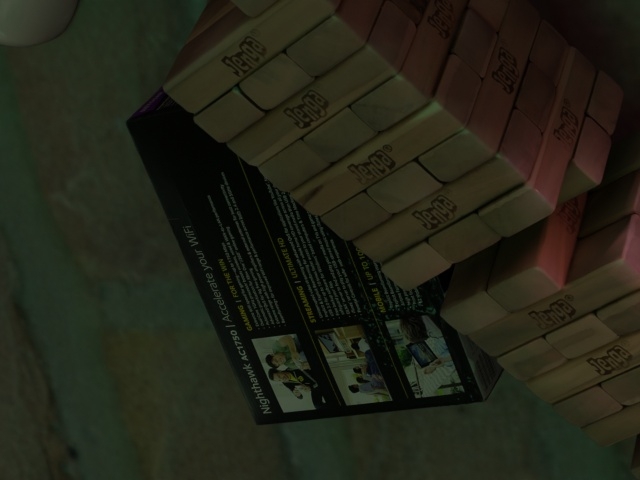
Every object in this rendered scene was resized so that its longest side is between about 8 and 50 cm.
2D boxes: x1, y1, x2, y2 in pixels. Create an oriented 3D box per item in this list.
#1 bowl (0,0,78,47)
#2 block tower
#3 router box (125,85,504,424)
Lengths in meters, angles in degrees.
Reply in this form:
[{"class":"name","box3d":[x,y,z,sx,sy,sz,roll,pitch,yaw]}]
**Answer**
[{"class":"bowl","box3d":[-0.179,-0.165,0.854,0.142,0.053,0.142,27,126,10]},{"class":"block tower","box3d":[0.087,-0.014,0.743,0.335,0.091,0.097,40,135,-20]},{"class":"router box","box3d":[0.000,0.000,0.871,0.133,0.046,0.179,-9,114,29]}]
